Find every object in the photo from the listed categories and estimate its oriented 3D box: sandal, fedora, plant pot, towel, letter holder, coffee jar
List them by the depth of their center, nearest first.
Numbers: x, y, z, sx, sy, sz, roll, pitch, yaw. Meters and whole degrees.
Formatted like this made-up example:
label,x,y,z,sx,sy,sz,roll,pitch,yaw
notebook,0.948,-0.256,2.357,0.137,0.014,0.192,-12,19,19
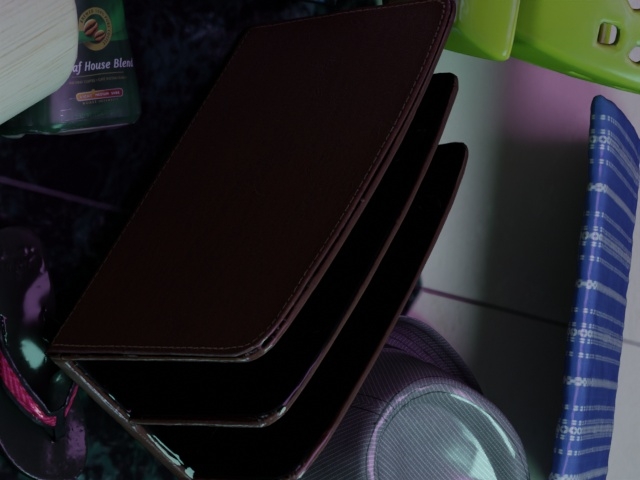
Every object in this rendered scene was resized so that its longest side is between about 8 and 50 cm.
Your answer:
label,x,y,z,sx,sy,sz,roll,pitch,yaw
coffee jar,-0.171,-0.161,1.159,0.096,0.079,0.184,-11,100,-39
sandal,-0.188,0.079,1.187,0.067,0.040,0.179,-19,105,-39
letter holder,0.000,0.000,1.199,0.152,0.214,0.302,48,55,-31
plant pot,0.173,-0.226,1.290,0.207,0.228,0.227,4,100,-17
fedora,0.076,0.187,1.360,0.244,0.124,0.275,-47,120,-27
towel,0.214,0.066,1.447,0.243,0.040,0.336,17,79,-75

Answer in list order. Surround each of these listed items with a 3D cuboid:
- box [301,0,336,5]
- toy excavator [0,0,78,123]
label,x,y,z,sx,sy,sz,roll,pitch,yaw
box,-0.010,-0.305,1.148,0.079,0.322,0.257,9,89,2
toy excavator,-0.305,-0.294,0.858,0.222,0.433,0.445,-37,135,-31
